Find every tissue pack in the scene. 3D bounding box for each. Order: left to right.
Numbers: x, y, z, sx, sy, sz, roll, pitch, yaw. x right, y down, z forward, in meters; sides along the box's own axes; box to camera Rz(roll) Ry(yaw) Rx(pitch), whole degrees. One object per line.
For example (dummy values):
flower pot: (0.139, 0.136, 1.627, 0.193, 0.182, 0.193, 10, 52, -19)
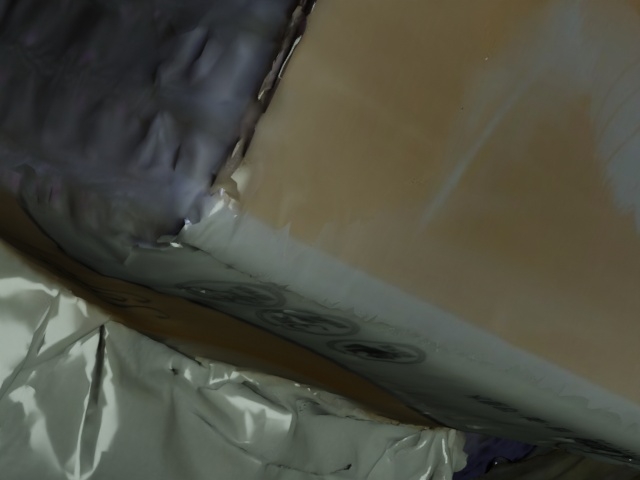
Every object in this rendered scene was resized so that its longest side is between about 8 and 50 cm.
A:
tissue pack: (0.000, 0.000, 0.530, 0.305, 0.238, 0.238, 26, 84, -49)

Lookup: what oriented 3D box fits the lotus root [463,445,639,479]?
lotus root: (0.098, 0.197, 0.748, 0.314, 0.210, 0.142, -31, 114, -21)
